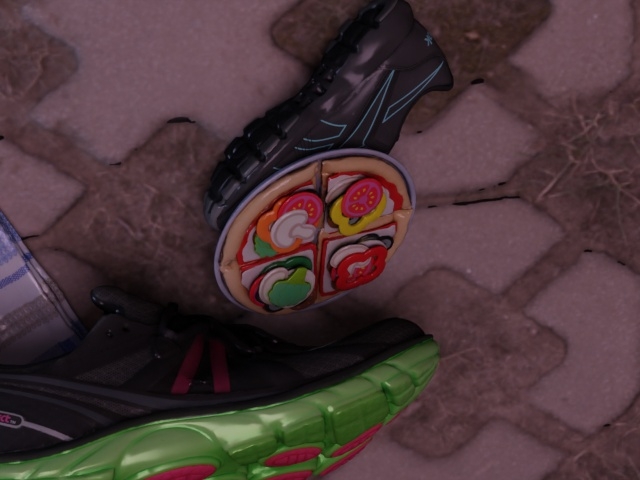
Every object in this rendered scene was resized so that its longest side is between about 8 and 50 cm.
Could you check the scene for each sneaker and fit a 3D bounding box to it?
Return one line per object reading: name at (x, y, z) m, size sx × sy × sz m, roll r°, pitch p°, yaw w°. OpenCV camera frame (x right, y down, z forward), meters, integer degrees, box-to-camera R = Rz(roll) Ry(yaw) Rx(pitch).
sneaker at (-0.111, 0.119, 1.537) m, size 0.482 × 0.185 × 0.202 m, roll -9°, pitch 65°, yaw -25°
sneaker at (0.008, -0.094, 1.587) m, size 0.267 × 0.101 × 0.106 m, roll -45°, pitch 113°, yaw 3°

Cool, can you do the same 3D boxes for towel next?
towel at (-0.346, 0.067, 1.586) m, size 0.209 × 0.034 × 0.285 m, roll -34°, pitch 111°, yaw -1°

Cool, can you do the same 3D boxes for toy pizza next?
toy pizza at (0.000, 0.000, 1.598) m, size 0.201 × 0.032 × 0.201 m, roll -19°, pitch 140°, yaw -16°
